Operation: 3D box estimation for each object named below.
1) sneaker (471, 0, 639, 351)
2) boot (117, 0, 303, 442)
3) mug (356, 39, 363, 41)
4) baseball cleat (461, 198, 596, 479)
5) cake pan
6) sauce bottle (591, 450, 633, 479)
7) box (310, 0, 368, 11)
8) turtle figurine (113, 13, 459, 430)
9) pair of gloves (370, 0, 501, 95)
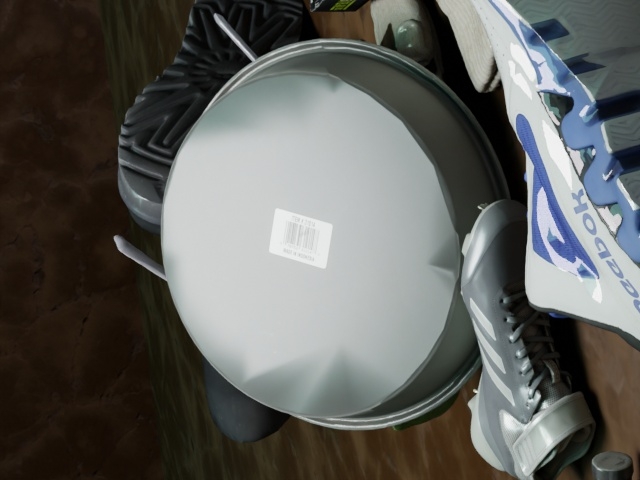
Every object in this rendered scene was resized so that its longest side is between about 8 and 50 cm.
[{"bbox_3d":[0.143,-0.055,0.988,0.182,0.127,0.315,101,153,-53],"label":"sneaker"},{"bbox_3d":[-0.092,0.024,1.797,0.367,0.146,0.445,-68,-14,-50],"label":"boot"},{"bbox_3d":[0.011,-0.142,1.589,0.078,0.064,0.062,104,152,-60],"label":"mug"},{"bbox_3d":[0.147,0.075,1.245,0.109,0.072,0.206,34,138,49],"label":"baseball cleat"},{"bbox_3d":[0.000,0.000,1.343,0.293,0.054,0.293,5,100,30],"label":"cake pan"},{"bbox_3d":[0.190,0.198,1.184,0.042,0.042,0.128,-128,30,-62],"label":"sauce bottle"},{"bbox_3d":[0.015,-0.274,1.398,0.184,0.045,0.190,-146,54,-87],"label":"box"},{"bbox_3d":[-0.007,0.015,1.440,0.266,0.198,0.275,43,-179,42],"label":"turtle figurine"},{"bbox_3d":[0.072,-0.183,1.355,0.240,0.042,0.204,124,134,-70],"label":"pair of gloves"}]
